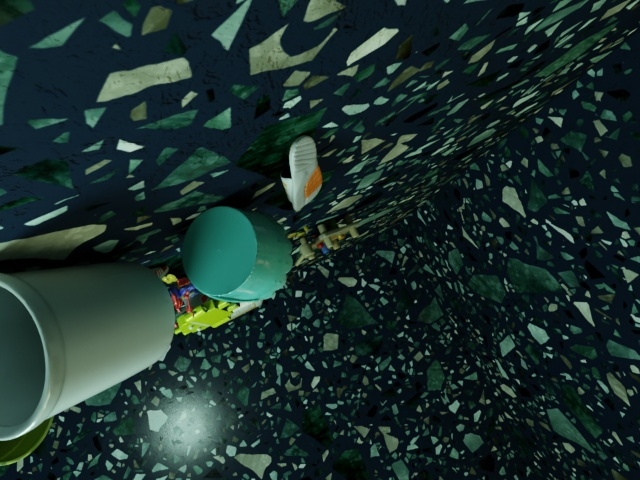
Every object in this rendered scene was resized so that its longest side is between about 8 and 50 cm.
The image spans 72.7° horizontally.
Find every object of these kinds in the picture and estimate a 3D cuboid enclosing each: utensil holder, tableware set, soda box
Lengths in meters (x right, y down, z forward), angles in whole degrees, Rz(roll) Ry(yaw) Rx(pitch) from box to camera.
[{"bbox_3d":[-0.585,0.217,1.017,0.327,0.328,0.385,-30,173,16],"label":"utensil holder"},{"bbox_3d":[-0.126,-0.027,2.028,0.154,0.024,0.104,-24,168,-12],"label":"tableware set"},{"bbox_3d":[-0.440,0.238,1.888,0.286,0.098,0.091,-21,173,-13],"label":"soda box"}]

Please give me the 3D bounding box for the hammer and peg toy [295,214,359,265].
[{"bbox_3d":[0.000,0.000,2.231,0.361,0.127,0.266,-21,172,-37],"label":"hammer and peg toy"}]

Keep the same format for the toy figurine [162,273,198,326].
[{"bbox_3d":[-0.583,0.250,1.745,0.362,0.191,0.217,-30,176,26],"label":"toy figurine"}]

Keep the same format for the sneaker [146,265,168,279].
[{"bbox_3d":[-0.552,0.104,1.437,0.042,0.067,0.118,-33,-160,23],"label":"sneaker"}]

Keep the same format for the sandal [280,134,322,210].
[{"bbox_3d":[-0.055,-0.185,1.116,0.102,0.076,0.265,-39,156,-21],"label":"sandal"}]

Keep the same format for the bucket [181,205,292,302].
[{"bbox_3d":[-0.235,0.037,1.217,0.281,0.281,0.183,-30,163,16],"label":"bucket"}]

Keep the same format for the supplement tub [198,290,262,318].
[{"bbox_3d":[-0.411,0.243,2.059,0.316,0.228,0.228,-25,172,-14],"label":"supplement tub"}]

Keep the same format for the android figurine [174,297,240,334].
[{"bbox_3d":[-0.473,0.315,1.797,0.273,0.056,0.248,-30,158,4],"label":"android figurine"}]

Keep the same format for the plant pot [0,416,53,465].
[{"bbox_3d":[-1.100,0.520,1.325,0.353,0.366,0.366,-16,173,7],"label":"plant pot"}]
